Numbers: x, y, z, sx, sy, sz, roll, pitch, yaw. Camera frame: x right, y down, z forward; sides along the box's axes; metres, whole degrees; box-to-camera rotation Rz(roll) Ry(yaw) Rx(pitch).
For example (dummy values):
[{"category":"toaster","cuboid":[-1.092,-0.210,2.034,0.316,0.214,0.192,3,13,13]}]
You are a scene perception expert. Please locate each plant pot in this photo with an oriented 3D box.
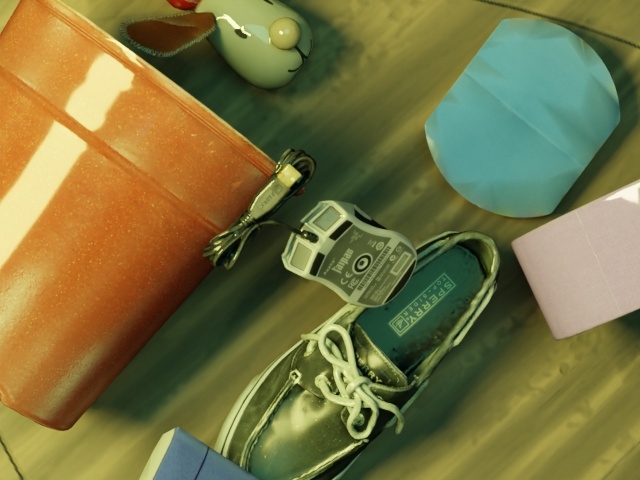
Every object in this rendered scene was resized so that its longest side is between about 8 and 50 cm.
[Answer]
[{"category":"plant pot","cuboid":[-0.199,-0.016,1.505,0.272,0.272,0.265,37,88,-1]}]

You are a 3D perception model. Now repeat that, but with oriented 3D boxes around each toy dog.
[{"category":"toy dog","cuboid":[-0.134,-0.252,1.543,0.334,0.161,0.220,14,83,-20]}]

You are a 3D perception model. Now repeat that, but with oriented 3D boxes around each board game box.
[{"category":"board game box","cuboid":[0.170,-0.102,1.660,0.133,0.033,0.168,37,86,-6]}]

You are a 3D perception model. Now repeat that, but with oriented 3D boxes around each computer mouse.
[{"category":"computer mouse","cuboid":[0.000,0.000,1.482,0.106,0.193,0.042,-55,49,6]}]

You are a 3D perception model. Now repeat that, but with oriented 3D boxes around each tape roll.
[{"category":"tape roll","cuboid":[0.292,-0.016,1.538,0.275,0.275,0.090,-23,87,-8]}]

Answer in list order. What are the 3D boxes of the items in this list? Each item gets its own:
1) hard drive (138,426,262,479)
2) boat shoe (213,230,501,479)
[{"category":"hard drive","cuboid":[-0.029,0.316,1.511,0.319,0.040,0.210,35,59,-15]},{"category":"boat shoe","cuboid":[0.033,0.109,1.581,0.306,0.105,0.113,-40,89,-9]}]
